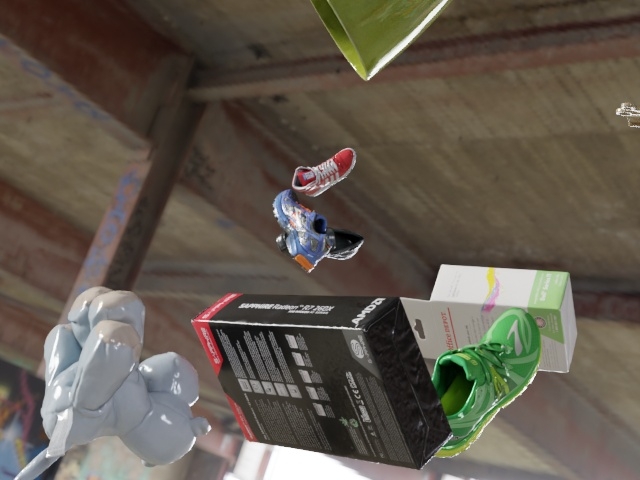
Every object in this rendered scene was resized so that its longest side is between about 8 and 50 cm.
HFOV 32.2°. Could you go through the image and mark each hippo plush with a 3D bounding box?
[{"bbox_3d":[-0.265,0.221,1.607,0.236,0.294,0.234,28,-49,-28],"label":"hippo plush"}]

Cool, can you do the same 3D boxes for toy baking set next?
[{"bbox_3d":[0.761,-0.266,2.397,0.196,0.030,0.256,12,-8,-41],"label":"toy baking set"}]

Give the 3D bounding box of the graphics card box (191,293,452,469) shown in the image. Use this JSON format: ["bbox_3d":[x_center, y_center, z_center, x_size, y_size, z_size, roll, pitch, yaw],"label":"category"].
[{"bbox_3d":[-0.005,0.196,1.608,0.371,0.094,0.233,-2,-64,48],"label":"graphics card box"}]

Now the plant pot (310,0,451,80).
[{"bbox_3d":[0.141,-0.500,2.120,0.275,0.293,0.275,58,0,0],"label":"plant pot"}]

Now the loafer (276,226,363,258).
[{"bbox_3d":[0.000,0.000,2.468,0.223,0.076,0.078,3,-30,-41],"label":"loafer"}]

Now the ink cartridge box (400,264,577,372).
[{"bbox_3d":[0.364,0.165,2.406,0.353,0.119,0.207,3,-45,23],"label":"ink cartridge box"}]

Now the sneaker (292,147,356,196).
[{"bbox_3d":[0.004,-0.119,1.888,0.118,0.042,0.067,-40,-25,22],"label":"sneaker"}]

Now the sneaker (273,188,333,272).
[{"bbox_3d":[-0.029,-0.029,2.215,0.087,0.221,0.083,-32,-45,9],"label":"sneaker"}]

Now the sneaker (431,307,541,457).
[{"bbox_3d":[0.255,0.212,1.760,0.109,0.295,0.123,21,-32,37],"label":"sneaker"}]
